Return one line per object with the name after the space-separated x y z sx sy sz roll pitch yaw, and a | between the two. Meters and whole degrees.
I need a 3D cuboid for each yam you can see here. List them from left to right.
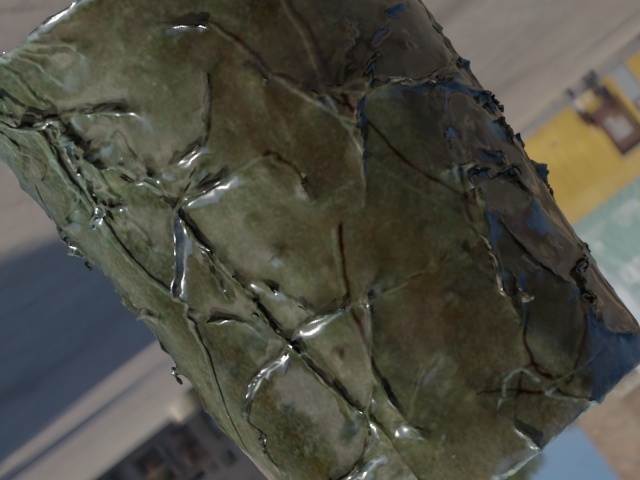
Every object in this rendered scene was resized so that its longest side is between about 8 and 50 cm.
0.000 0.000 0.847 0.241 0.348 0.241 -37 176 -3 | yam
